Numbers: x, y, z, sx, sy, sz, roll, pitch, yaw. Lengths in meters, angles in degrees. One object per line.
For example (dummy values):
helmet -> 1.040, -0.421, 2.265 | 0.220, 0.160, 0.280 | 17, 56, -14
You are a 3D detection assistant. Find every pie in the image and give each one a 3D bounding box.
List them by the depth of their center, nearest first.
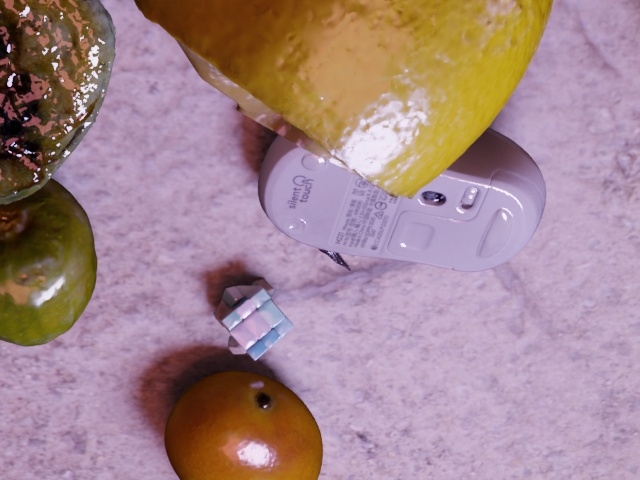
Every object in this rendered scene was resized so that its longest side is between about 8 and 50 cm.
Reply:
pie -> -0.334, -0.154, 1.259 | 0.323, 0.070, 0.323 | -2, 119, -3

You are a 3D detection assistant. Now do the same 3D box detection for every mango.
mango -> -0.082, 0.254, 1.729 | 0.176, 0.139, 0.254 | -12, 140, 12

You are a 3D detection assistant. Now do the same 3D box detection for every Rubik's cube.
Rubik's cube -> -0.079, 0.084, 1.629 | 0.075, 0.073, 0.084 | -25, 100, -8

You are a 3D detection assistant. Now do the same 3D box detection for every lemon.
lemon -> 0.043, -0.241, 1.220 | 0.364, 0.364, 0.364 | -7, 131, -8

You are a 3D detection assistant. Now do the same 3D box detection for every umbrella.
umbrella -> -0.002, 0.002, 1.615 | 0.022, 0.013, 0.122 | -44, 128, -4

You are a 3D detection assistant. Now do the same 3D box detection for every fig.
fig -> -0.309, 0.041, 1.475 | 0.167, 0.167, 0.233 | -6, 124, -9

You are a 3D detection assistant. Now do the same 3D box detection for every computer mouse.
computer mouse -> 0.087, -0.068, 1.510 | 0.297, 0.121, 0.184 | 10, 139, -2
